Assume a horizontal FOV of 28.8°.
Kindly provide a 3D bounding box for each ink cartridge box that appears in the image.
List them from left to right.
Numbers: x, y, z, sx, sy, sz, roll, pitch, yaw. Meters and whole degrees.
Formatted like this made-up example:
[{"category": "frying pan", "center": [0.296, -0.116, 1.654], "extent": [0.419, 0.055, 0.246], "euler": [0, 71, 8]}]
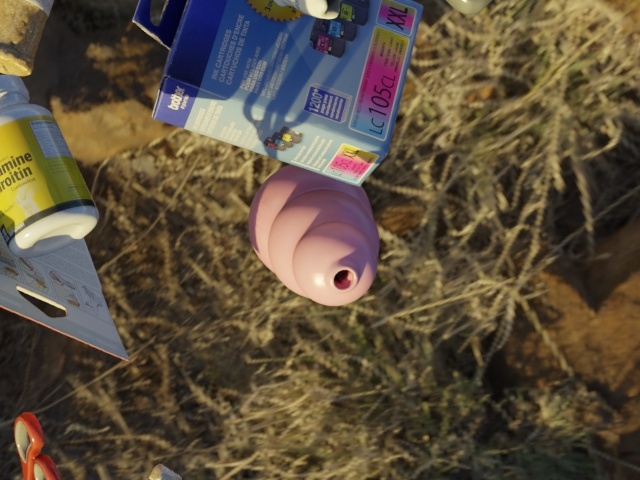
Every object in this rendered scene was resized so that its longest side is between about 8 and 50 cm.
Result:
[{"category": "ink cartridge box", "center": [-0.355, 0.024, 1.418], "extent": [0.060, 0.275, 0.239], "euler": [-37, 54, 14]}, {"category": "ink cartridge box", "center": [-0.077, -0.273, 1.819], "extent": [0.395, 0.151, 0.270], "euler": [17, 66, -8]}]

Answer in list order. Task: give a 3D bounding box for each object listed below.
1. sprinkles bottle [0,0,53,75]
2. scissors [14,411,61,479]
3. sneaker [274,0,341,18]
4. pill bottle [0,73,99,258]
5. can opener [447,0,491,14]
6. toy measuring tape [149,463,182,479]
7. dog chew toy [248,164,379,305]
[{"category": "sprinkles bottle", "center": [-0.420, -0.420, 1.784], "extent": [0.121, 0.121, 0.355], "euler": [18, 83, -15]}, {"category": "scissors", "center": [-0.348, 0.295, 1.507], "extent": [0.021, 0.297, 0.109], "euler": [-23, 72, -26]}, {"category": "sneaker", "center": [0.063, -0.412, 1.664], "extent": [0.297, 0.129, 0.111], "euler": [-52, 141, 4]}, {"category": "pill bottle", "center": [-0.319, -0.081, 1.340], "extent": [0.103, 0.103, 0.184], "euler": [-22, 78, -23]}, {"category": "can opener", "center": [0.179, -0.285, 0.905], "extent": [0.093, 0.074, 0.280], "euler": [40, 83, 4]}, {"category": "toy measuring tape", "center": [-0.138, 0.369, 1.373], "extent": [0.121, 0.121, 0.330], "euler": [11, 40, -17]}, {"category": "dog chew toy", "center": [0.000, 0.000, 1.981], "extent": [0.207, 0.332, 0.206], "euler": [-4, 112, -11]}]
